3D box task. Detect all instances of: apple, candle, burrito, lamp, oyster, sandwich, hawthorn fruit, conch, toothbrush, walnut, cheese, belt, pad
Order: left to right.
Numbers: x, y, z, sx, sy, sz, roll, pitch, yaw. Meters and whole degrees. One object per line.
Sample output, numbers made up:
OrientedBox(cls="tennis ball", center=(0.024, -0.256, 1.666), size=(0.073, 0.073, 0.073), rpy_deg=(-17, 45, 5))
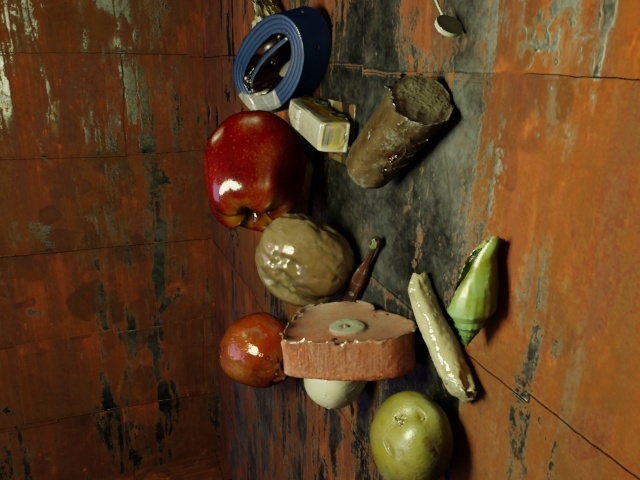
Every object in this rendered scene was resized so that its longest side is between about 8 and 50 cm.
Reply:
OrientedBox(cls="apple", center=(-0.185, -0.191, 1.610), size=(0.288, 0.288, 0.316), rpy_deg=(126, 147, -60))
OrientedBox(cls="hawthorn fruit", center=(-0.188, 0.395, 2.050), size=(0.307, 0.276, 0.275), rpy_deg=(19, 116, 42))
OrientedBox(cls="oyster", center=(-0.156, -0.617, 1.849), size=(0.238, 0.115, 0.351), rpy_deg=(122, 142, -70))
OrientedBox(cls="belt", center=(-0.107, -0.489, 1.622), size=(0.212, 0.117, 0.347), rpy_deg=(57, 143, -1))
OrientedBox(cls="sandwich", center=(-0.098, -0.169, 1.845), size=(0.226, 0.087, 0.251), rpy_deg=(-124, 35, -51))
OrientedBox(cls="walnut", center=(-0.040, 0.054, 1.545), size=(0.227, 0.273, 0.273), rpy_deg=(-54, -19, -49))
OrientedBox(cls="pad", center=(0.040, -0.292, 1.570), size=(0.235, 0.003, 0.158), rpy_deg=(-140, 48, -61))
OrientedBox(cls="cheese", center=(0.044, 0.340, 1.517), size=(0.154, 0.189, 0.198), rpy_deg=(38, 141, 19))
OrientedBox(cls="candle", center=(0.046, 0.236, 1.305), size=(0.317, 0.287, 0.131), rpy_deg=(8, 104, 53))
OrientedBox(cls="toothbrush", center=(0.095, 0.107, 1.493), size=(0.364, 0.041, 0.040), rpy_deg=(110, 147, -49))
OrientedBox(cls="burrito", center=(0.227, 0.181, 1.143), size=(0.082, 0.059, 0.275), rpy_deg=(90, 164, -59))
OrientedBox(cls="lamp", center=(0.206, -0.440, 1.031), size=(0.056, 0.050, 0.198), rpy_deg=(122, 138, -56))
OrientedBox(cls="conch", center=(0.262, 0.086, 1.005), size=(0.095, 0.080, 0.200), rpy_deg=(-138, 62, -78))

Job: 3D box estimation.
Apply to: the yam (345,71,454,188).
OrientedBox(cls="yam", center=(0.144, -0.210, 1.162), size=(0.279, 0.131, 0.131), rpy_deg=(131, 129, -64))

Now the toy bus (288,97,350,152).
OrientedBox(cls="toy bus", center=(-0.005, -0.303, 1.529), size=(0.268, 0.106, 0.092), rpy_deg=(-127, 40, -56))

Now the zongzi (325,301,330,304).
OrientedBox(cls="zongzi", center=(0.010, 0.141, 1.712), size=(0.119, 0.055, 0.109), rpy_deg=(-33, 67, 55))

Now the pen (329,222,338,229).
OrientedBox(cls="pen", center=(0.000, 0.000, 1.723), size=(0.239, 0.028, 0.028), rpy_deg=(134, 127, -63))

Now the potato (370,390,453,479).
OrientedBox(cls="potato", center=(0.180, 0.416, 1.203), size=(0.251, 0.159, 0.174), rpy_deg=(95, -178, -49))
